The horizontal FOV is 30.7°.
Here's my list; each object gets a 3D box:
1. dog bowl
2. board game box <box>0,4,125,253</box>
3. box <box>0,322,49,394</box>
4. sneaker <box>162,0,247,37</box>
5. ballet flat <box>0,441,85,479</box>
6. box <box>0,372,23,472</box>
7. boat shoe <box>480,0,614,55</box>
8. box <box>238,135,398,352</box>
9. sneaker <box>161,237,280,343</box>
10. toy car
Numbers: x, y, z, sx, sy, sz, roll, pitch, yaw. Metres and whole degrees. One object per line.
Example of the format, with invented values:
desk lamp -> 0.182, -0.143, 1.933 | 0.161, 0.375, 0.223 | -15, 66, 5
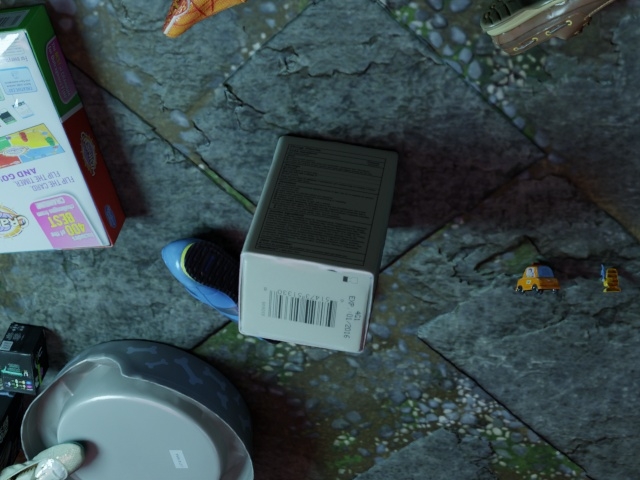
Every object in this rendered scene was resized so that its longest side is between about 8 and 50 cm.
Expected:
dog bowl -> -0.259, 0.290, 1.728 | 0.349, 0.102, 0.348 | 6, 130, 7
board game box -> -0.407, -0.125, 1.452 | 0.242, 0.064, 0.316 | -3, 127, 15
box -> -0.432, 0.172, 1.696 | 0.052, 0.062, 0.083 | 7, 129, 5
sneaker -> -0.111, -0.272, 1.275 | 0.067, 0.064, 0.175 | 34, 131, -27
ballet flat -> -0.410, 0.344, 1.704 | 0.168, 0.052, 0.057 | -27, 118, 29
box -> -0.514, 0.307, 1.766 | 0.078, 0.147, 0.180 | 15, 129, 0
boat shoe -> 0.257, -0.246, 1.219 | 0.178, 0.064, 0.060 | -19, 127, 32
box -> 0.000, 0.000, 1.355 | 0.149, 0.232, 0.126 | 9, 130, 5
sneaker -> -0.125, 0.064, 1.554 | 0.209, 0.069, 0.082 | 41, 158, -30
toy car -> 0.310, 0.047, 1.467 | 0.122, 0.060, 0.040 | -1, 85, -8
